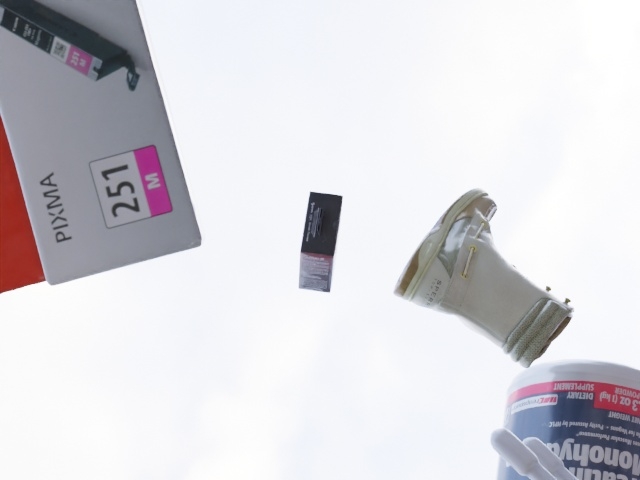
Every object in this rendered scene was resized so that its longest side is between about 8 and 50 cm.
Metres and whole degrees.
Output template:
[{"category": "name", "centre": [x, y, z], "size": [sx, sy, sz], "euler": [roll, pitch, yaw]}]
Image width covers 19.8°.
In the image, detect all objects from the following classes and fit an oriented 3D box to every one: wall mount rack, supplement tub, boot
[{"category": "wall mount rack", "centre": [0.284, 0.211, 1.336], "size": [0.350, 0.304, 0.130], "euler": [36, -123, -75]}, {"category": "supplement tub", "centre": [0.271, 0.275, 1.882], "size": [0.191, 0.191, 0.272], "euler": [29, -121, -36]}, {"category": "boot", "centre": [0.179, 0.038, 1.833], "size": [0.165, 0.077, 0.213], "euler": [31, -148, 8]}]

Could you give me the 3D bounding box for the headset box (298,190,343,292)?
[{"category": "headset box", "centre": [0.000, 0.000, 1.618], "size": [0.032, 0.083, 0.062], "euler": [7, -116, 3]}]

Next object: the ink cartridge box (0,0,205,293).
[{"category": "ink cartridge box", "centre": [-0.240, -0.098, 1.437], "size": [0.239, 0.060, 0.275], "euler": [-15, -87, 1]}]
